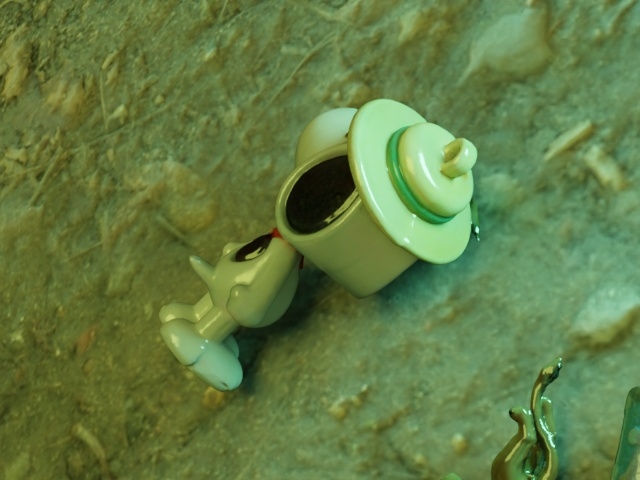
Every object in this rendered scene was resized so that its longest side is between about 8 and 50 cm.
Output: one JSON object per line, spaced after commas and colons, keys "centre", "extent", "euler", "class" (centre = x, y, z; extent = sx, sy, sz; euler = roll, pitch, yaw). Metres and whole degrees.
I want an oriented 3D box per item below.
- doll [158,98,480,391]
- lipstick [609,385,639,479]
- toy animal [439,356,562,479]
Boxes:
{"centre": [-0.001, 0.014, 0.998], "extent": [0.271, 0.144, 0.208], "euler": [-52, 26, -1], "class": "doll"}
{"centre": [0.202, 0.172, 0.796], "extent": [0.048, 0.048, 0.158], "euler": [2, 68, 39], "class": "lipstick"}
{"centre": [0.106, 0.174, 0.861], "extent": [0.086, 0.069, 0.219], "euler": [27, 90, 22], "class": "toy animal"}
